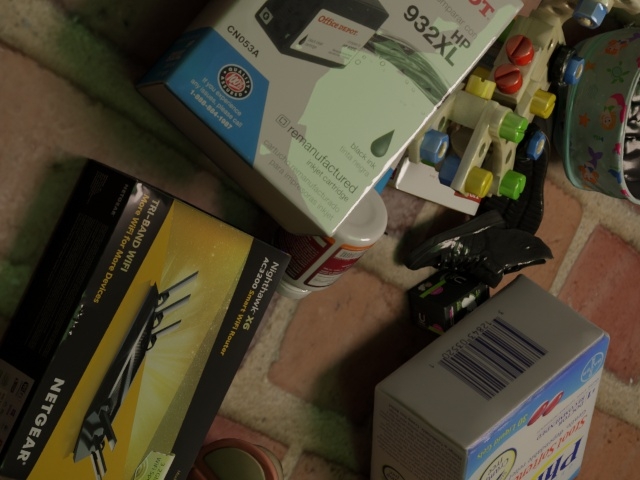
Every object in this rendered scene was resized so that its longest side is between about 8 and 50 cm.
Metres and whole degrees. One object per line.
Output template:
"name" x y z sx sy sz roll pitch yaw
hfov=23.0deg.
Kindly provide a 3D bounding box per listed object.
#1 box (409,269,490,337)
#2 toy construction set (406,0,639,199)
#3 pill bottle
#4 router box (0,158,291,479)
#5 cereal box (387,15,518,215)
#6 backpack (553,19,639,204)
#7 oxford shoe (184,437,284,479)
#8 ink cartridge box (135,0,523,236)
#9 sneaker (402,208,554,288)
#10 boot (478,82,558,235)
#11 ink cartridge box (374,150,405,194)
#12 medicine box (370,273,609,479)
"box" 0.159 0.075 1.928 0.083 0.062 0.052 -30 129 -35
"toy construction set" 0.215 -0.180 1.707 0.328 0.151 0.215 -49 155 -6
"pill bottle" 0.000 0.000 1.667 0.086 0.086 0.152 -20 164 -39
"router box" -0.190 0.105 1.569 0.243 0.081 0.309 26 88 -49
"cereal box" 0.163 -0.160 1.835 0.173 0.047 0.240 15 96 -50
"backpack" 0.401 -0.160 1.973 0.253 0.191 0.225 -16 117 -49
"oxford shoe" -0.158 0.393 1.698 0.397 0.140 0.146 -52 164 2
"ink cartridge box" 0.010 -0.189 1.526 0.223 0.129 0.307 43 79 -15
"sneaker" 0.189 0.021 1.894 0.170 0.089 0.051 -25 169 -22
"boot" 0.257 -0.092 1.954 0.198 0.076 0.137 106 6 -45
"ink cartridge box" 0.042 -0.164 1.681 0.148 0.086 0.203 39 78 -48
"medicine box" 0.202 0.236 1.936 0.263 0.149 0.289 -35 145 -30
